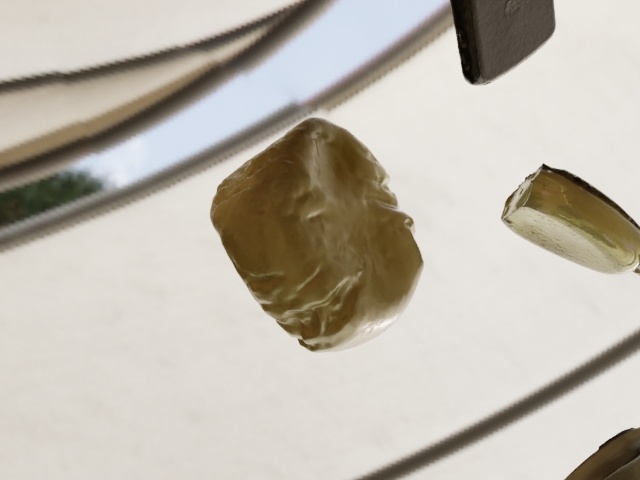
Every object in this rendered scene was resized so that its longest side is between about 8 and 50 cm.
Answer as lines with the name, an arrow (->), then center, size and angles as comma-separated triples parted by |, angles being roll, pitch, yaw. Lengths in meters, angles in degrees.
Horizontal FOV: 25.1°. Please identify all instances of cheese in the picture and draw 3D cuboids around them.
cheese -> 0.314, 0.010, 1.510 | 0.054, 0.251, 0.127 | -61, -177, -18
cheese -> 0.000, 0.000, 1.367 | 0.117, 0.214, 0.226 | -27, -163, 35

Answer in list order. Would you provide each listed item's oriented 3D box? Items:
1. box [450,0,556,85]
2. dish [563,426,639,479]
box -> 0.164, -0.212, 1.287 | 0.027, 0.126, 0.125 | 19, -47, 40
dish -> 0.243, 0.224, 1.058 | 0.120, 0.303, 0.303 | 48, -56, 33
